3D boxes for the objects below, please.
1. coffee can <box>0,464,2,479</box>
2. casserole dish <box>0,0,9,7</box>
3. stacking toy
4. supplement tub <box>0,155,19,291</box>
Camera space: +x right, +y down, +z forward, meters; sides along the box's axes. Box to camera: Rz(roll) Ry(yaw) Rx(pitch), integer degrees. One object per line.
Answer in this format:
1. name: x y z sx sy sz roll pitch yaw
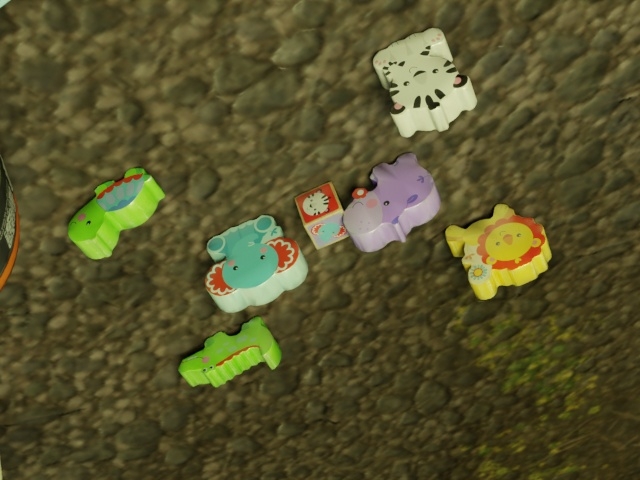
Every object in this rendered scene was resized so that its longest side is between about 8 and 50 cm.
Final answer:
1. coffee can: -0.311 0.152 0.642 0.275 0.202 0.201 8 133 -30
2. casserole dish: -0.135 -0.154 0.422 0.114 0.188 0.037 -31 178 22
3. stacking toy: 0.000 0.000 0.720 0.221 0.052 0.167 -24 140 6
4. supplement tub: -0.177 -0.016 0.551 0.106 0.106 0.198 -12 165 -10
